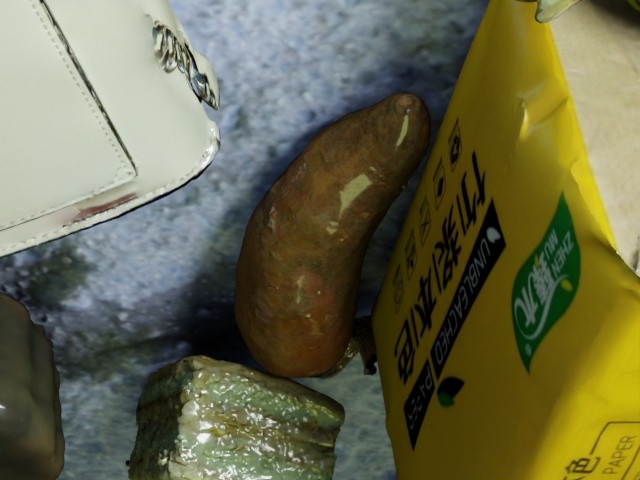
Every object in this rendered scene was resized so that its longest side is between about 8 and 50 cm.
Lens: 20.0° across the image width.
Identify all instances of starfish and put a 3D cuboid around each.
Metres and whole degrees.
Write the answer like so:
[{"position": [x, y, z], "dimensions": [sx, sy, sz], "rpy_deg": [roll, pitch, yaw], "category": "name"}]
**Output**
[{"position": [0.041, 0.075, 1.340], "dimensions": [0.133, 0.041, 0.130], "rpy_deg": [-15, 180, 7], "category": "starfish"}]

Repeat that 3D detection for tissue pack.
[{"position": [0.182, 0.038, 1.112], "dimensions": [0.228, 0.293, 0.382], "rpy_deg": [4, 139, -15], "category": "tissue pack"}]

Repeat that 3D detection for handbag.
[{"position": [-0.218, -0.155, 0.996], "dimensions": [0.236, 0.160, 0.358], "rpy_deg": [-14, 140, 7], "category": "handbag"}]

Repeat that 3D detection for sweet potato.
[{"position": [-0.001, -0.001, 1.236], "dimensions": [0.097, 0.097, 0.292], "rpy_deg": [8, 139, -11], "category": "sweet potato"}]

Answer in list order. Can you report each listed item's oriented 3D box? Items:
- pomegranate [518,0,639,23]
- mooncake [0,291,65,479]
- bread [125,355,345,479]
[{"position": [0.189, -0.177, 0.953], "dimensions": [0.205, 0.159, 0.159], "rpy_deg": [-25, 144, -16], "category": "pomegranate"}, {"position": [-0.302, 0.119, 1.357], "dimensions": [0.228, 0.124, 0.228], "rpy_deg": [-1, 146, 0], "category": "mooncake"}, {"position": [-0.069, 0.153, 1.383], "dimensions": [0.138, 0.102, 0.196], "rpy_deg": [18, 168, -11], "category": "bread"}]
